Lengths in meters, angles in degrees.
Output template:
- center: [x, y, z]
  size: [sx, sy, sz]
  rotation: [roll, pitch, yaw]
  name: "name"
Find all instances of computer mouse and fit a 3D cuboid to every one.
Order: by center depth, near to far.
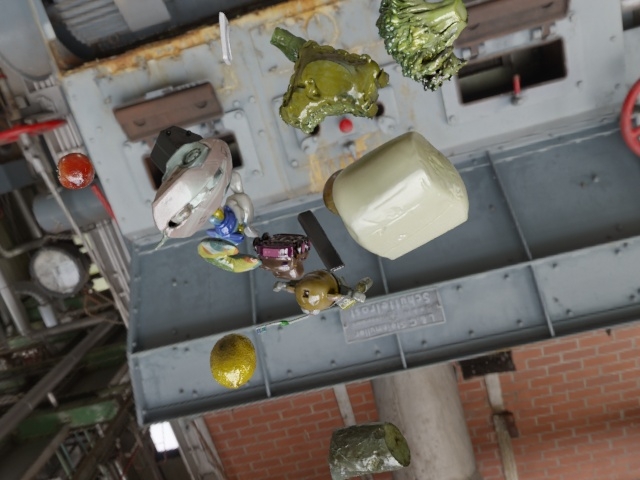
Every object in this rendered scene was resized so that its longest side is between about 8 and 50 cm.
- center: [-0.373, -0.139, 1.435]
  size: [0.114, 0.199, 0.389]
  rotation: [10, -116, 46]
  name: "computer mouse"

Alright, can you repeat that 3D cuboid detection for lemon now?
- center: [-0.373, 0.510, 2.094]
  size: [0.203, 0.204, 0.260]
  rotation: [-14, -134, 6]
  name: "lemon"

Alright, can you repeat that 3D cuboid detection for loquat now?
- center: [0.105, -0.197, 1.957]
  size: [0.179, 0.179, 0.227]
  rotation: [-4, -142, 36]
  name: "loquat"

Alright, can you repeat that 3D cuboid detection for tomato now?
- center: [-0.974, -0.265, 1.953]
  size: [0.138, 0.159, 0.091]
  rotation: [-7, -139, -34]
  name: "tomato"

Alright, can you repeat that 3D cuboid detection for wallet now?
- center: [-0.377, -0.803, 1.950]
  size: [0.031, 0.183, 0.124]
  rotation: [-2, -174, 1]
  name: "wallet"

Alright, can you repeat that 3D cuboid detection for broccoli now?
- center: [0.312, -0.646, 1.562]
  size: [0.272, 0.334, 0.324]
  rotation: [9, -121, 55]
  name: "broccoli"

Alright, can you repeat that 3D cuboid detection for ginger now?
- center: [-0.067, -0.694, 1.827]
  size: [0.289, 0.137, 0.089]
  rotation: [32, -115, 11]
  name: "ginger"

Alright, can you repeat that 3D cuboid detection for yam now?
- center: [0.133, 0.639, 1.499]
  size: [0.254, 0.154, 0.154]
  rotation: [-23, -168, 27]
  name: "yam"
- center: [0.192, 0.194, 2.142]
  size: [0.054, 0.054, 0.132]
  rotation: [-10, -177, 19]
  name: "yam"

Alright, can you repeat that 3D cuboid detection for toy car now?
- center: [-0.191, 0.090, 2.492]
  size: [0.270, 0.241, 0.340]
  rotation: [4, -168, 17]
  name: "toy car"

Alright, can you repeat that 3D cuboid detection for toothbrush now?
- center: [-0.143, 0.324, 1.934]
  size: [0.030, 0.030, 0.303]
  rotation: [-3, -178, 38]
  name: "toothbrush"

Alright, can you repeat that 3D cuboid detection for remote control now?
- center: [0.000, 0.000, 1.629]
  size: [0.063, 0.025, 0.245]
  rotation: [-24, -118, -16]
  name: "remote control"

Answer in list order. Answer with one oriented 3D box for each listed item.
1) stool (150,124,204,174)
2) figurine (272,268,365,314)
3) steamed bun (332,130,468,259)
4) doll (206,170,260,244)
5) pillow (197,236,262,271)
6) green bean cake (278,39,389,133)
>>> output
- center: [-0.535, -0.337, 1.914]
  size: [0.141, 0.232, 0.232]
  rotation: [-55, 180, 25]
  name: "stool"
- center: [0.000, 0.191, 1.820]
  size: [0.342, 0.167, 0.285]
  rotation: [-16, 168, 16]
  name: "figurine"
- center: [0.263, -0.159, 1.601]
  size: [0.371, 0.290, 0.455]
  rotation: [-31, 149, 18]
  name: "steamed bun"
- center: [-0.446, -0.106, 2.458]
  size: [0.186, 0.376, 0.366]
  rotation: [-19, -156, 30]
  name: "doll"
- center: [-0.352, 0.052, 1.858]
  size: [0.214, 0.233, 0.086]
  rotation: [-8, -122, 40]
  name: "pillow"
- center: [0.036, -0.465, 1.553]
  size: [0.309, 0.285, 0.202]
  rotation: [18, -176, 15]
  name: "green bean cake"
